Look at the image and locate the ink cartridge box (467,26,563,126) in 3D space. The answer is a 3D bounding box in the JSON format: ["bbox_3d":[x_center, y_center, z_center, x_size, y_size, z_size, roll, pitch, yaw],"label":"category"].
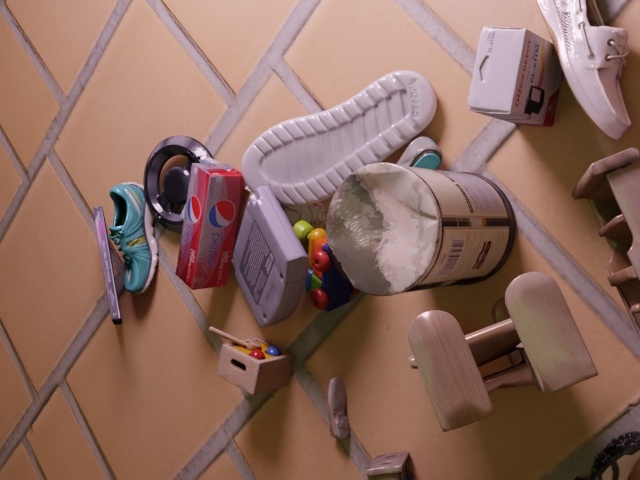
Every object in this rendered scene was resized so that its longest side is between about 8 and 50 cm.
[{"bbox_3d":[0.310,-0.251,1.133,0.072,0.175,0.128,15,101,36],"label":"ink cartridge box"}]

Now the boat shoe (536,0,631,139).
[{"bbox_3d":[0.418,-0.289,1.099,0.096,0.098,0.277,-28,73,35],"label":"boat shoe"}]

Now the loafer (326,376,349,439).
[{"bbox_3d":[0.027,0.336,1.450,0.039,0.045,0.125,-9,89,44],"label":"loafer"}]

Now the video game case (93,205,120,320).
[{"bbox_3d":[-0.528,0.068,1.805,0.196,0.026,0.274,145,116,-73],"label":"video game case"}]

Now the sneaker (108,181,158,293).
[{"bbox_3d":[-0.472,-0.005,1.777,0.107,0.110,0.275,-5,89,37],"label":"sneaker"}]

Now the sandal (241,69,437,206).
[{"bbox_3d":[0.040,-0.183,1.397,0.416,0.102,0.169,-22,93,23],"label":"sandal"}]

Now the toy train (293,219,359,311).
[{"bbox_3d":[0.000,0.000,1.383,0.143,0.105,0.248,33,133,40],"label":"toy train"}]

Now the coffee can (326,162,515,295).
[{"bbox_3d":[0.169,-0.019,1.184,0.201,0.275,0.202,1,91,37],"label":"coffee can"}]

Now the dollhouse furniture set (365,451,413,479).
[{"bbox_3d":[0.191,0.450,1.296,0.183,0.129,0.129,-11,84,13],"label":"dollhouse furniture set"}]

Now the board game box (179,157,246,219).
[{"bbox_3d":[-0.237,-0.093,1.619,0.103,0.026,0.154,30,111,2],"label":"board game box"}]

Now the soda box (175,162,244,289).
[{"bbox_3d":[-0.239,-0.030,1.560,0.083,0.092,0.263,32,118,45],"label":"soda box"}]

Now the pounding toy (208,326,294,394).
[{"bbox_3d":[-0.151,0.244,1.526,0.141,0.130,0.100,20,103,35],"label":"pounding toy"}]

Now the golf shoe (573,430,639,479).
[{"bbox_3d":[0.452,0.379,1.115,0.094,0.077,0.198,38,120,19],"label":"golf shoe"}]

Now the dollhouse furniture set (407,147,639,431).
[{"bbox_3d":[0.304,0.075,1.050,0.394,0.362,0.257,-22,78,7],"label":"dollhouse furniture set"}]

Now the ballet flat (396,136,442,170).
[{"bbox_3d":[0.145,-0.102,1.343,0.213,0.072,0.068,-51,36,26],"label":"ballet flat"}]

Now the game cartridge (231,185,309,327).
[{"bbox_3d":[-0.104,0.050,1.454,0.196,0.060,0.294,65,154,24],"label":"game cartridge"}]

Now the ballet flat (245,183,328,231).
[{"bbox_3d":[-0.069,-0.067,1.489,0.241,0.077,0.091,34,112,31],"label":"ballet flat"}]

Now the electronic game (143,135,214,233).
[{"bbox_3d":[-0.328,-0.131,1.701,0.229,0.048,0.229,4,97,31],"label":"electronic game"}]
